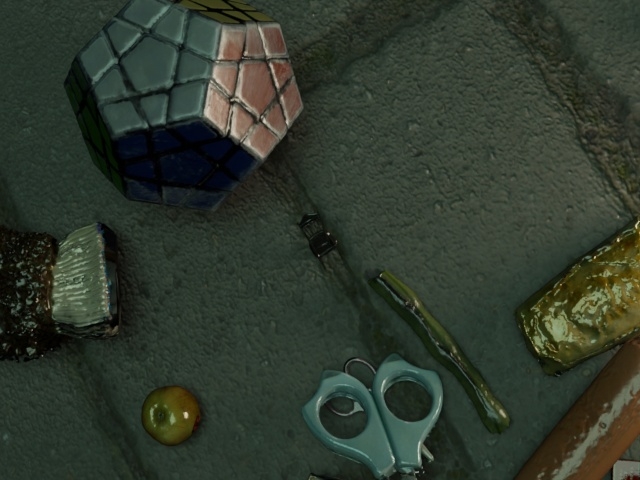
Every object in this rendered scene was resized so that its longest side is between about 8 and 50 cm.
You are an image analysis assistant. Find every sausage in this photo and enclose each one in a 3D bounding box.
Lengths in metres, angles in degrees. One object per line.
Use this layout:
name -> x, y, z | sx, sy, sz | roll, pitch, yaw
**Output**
sausage -> 0.348, 0.241, 1.309 | 0.086, 0.086, 0.289 | 39, 89, 14

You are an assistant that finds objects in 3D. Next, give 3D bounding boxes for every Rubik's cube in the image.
Rubik's cube -> -0.184, -0.195, 1.389 | 0.319, 0.319, 0.264 | -13, 53, 9

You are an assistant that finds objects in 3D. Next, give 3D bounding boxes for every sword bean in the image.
sword bean -> 0.161, 0.145, 1.385 | 0.043, 0.038, 0.269 | -38, 77, -3

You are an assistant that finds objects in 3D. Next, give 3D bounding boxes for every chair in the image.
chair -> 0.001, 0.001, 1.444 | 0.037, 0.042, 0.086 | -31, 41, 4

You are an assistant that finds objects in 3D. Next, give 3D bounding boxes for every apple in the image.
apple -> -0.206, 0.239, 1.423 | 0.084, 0.071, 0.084 | -2, 79, 11

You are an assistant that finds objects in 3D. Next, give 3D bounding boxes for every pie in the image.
pie -> 0.387, 0.062, 1.341 | 0.282, 0.068, 0.128 | -34, 77, 0

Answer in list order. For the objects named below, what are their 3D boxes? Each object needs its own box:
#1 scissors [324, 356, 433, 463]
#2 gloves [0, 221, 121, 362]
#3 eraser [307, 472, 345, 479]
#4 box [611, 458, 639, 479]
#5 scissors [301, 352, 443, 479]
scissors -> 0.084, 0.236, 1.393 | 0.176, 0.022, 0.085 | 40, 83, 17
gloves -> -0.427, 0.067, 1.462 | 0.312, 0.135, 0.210 | -15, 83, 10
eraser -> 0.025, 0.466, 1.335 | 0.171, 0.087, 0.290 | 17, 84, 14
box -> 0.412, 0.306, 1.318 | 0.082, 0.023, 0.051 | 2, 83, 11
scissors -> 0.104, 0.310, 1.308 | 0.191, 0.029, 0.360 | -14, 60, -10
